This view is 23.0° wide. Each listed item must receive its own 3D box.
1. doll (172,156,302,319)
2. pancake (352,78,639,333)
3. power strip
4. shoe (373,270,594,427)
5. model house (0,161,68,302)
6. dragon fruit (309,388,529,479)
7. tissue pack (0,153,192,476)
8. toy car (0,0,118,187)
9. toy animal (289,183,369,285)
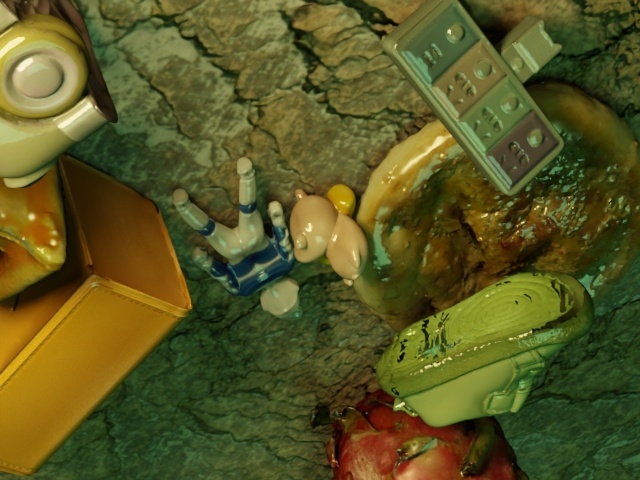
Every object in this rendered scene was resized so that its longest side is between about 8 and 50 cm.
[{"bbox_3d":[-0.079,0.014,1.734,0.114,0.057,0.227,-30,126,-2],"label":"doll"},{"bbox_3d":[0.209,-0.008,1.805,0.387,0.082,0.387,-8,132,-9],"label":"pancake"},{"bbox_3d":[0.179,-0.169,1.627,0.145,0.061,0.216,-41,113,-2],"label":"power strip"},{"bbox_3d":[0.190,0.120,1.785,0.262,0.140,0.128,-22,131,14],"label":"shoe"},{"bbox_3d":[-0.382,-0.046,1.444,0.239,0.173,0.268,20,152,-33],"label":"model house"},{"bbox_3d":[0.137,0.318,1.937,0.250,0.291,0.269,-13,134,-2],"label":"dragon fruit"},{"bbox_3d":[-0.283,0.079,1.620,0.145,0.194,0.274,25,119,-42],"label":"tissue pack"},{"bbox_3d":[-0.347,-0.199,1.294,0.226,0.242,0.336,-33,133,7],"label":"toy car"},{"bbox_3d":[0.000,0.000,1.715,0.082,0.114,0.091,-1,146,-29],"label":"toy animal"}]
